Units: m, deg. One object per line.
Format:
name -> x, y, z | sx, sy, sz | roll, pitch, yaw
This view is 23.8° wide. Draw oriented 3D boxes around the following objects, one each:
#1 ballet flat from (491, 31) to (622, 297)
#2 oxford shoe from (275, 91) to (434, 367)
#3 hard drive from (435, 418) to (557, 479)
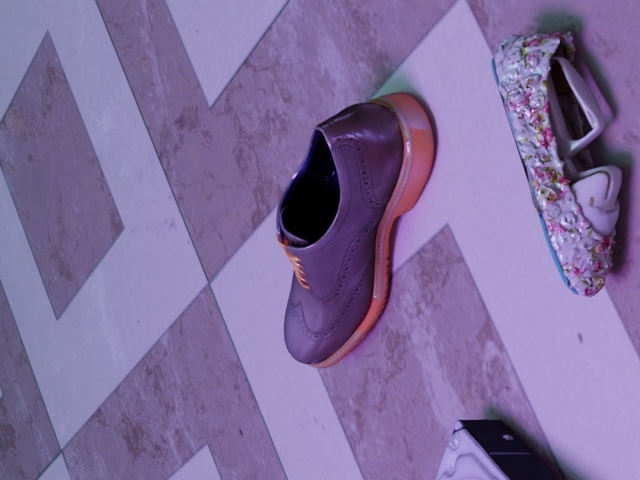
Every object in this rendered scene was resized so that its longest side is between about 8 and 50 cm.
ballet flat -> 0.215, -0.072, 1.315 | 0.077, 0.091, 0.240 | -21, 85, 35
oxford shoe -> 0.000, 0.000, 1.614 | 0.130, 0.133, 0.363 | 49, 138, 36
hard drive -> 0.192, 0.352, 1.415 | 0.339, 0.064, 0.236 | 48, 129, 53
